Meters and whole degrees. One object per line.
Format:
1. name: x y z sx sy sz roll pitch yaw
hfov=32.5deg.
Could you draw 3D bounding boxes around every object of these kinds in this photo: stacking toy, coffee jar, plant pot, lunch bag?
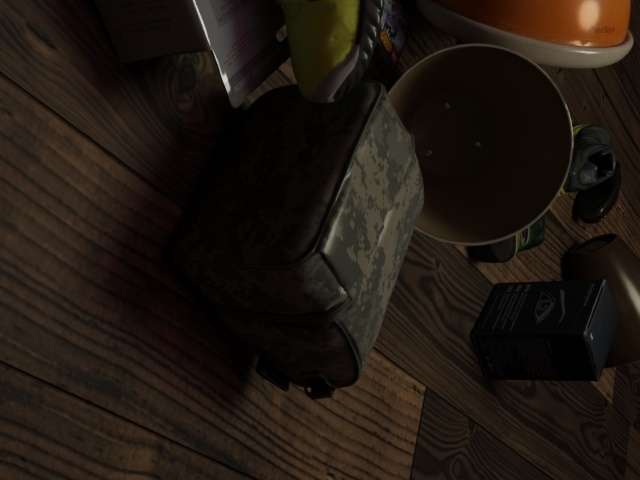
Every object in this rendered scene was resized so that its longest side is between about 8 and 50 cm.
1. stacking toy: 0.354 -0.521 1.618 0.351 0.351 0.479 -30 140 -54
2. coffee jar: 0.329 -0.018 1.932 0.184 0.079 0.096 -18 105 -57
3. plant pot: 0.209 -0.147 1.624 0.191 0.284 0.284 -105 -174 -80
4. lunch bag: 0.000 0.000 1.299 0.256 0.213 0.305 54 46 -40
5. plant pot: 0.604 0.111 2.264 0.215 0.215 0.230 -38 105 -52

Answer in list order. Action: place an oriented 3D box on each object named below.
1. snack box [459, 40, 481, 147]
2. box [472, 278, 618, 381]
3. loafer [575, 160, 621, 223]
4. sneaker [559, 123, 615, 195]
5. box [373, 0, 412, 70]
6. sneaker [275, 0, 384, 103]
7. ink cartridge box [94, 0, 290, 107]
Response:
1. snack box: 0.308 -0.316 1.933 0.187 0.060 0.321 21 71 -55
2. box: 0.390 0.155 1.899 0.153 0.207 0.108 -54 131 -44
3. loafer: 0.614 -0.092 2.375 0.220 0.080 0.078 -50 128 -46
4. sneaker: 0.550 -0.162 2.243 0.300 0.121 0.111 -41 122 -50
5. box: 0.087 -0.332 1.622 0.137 0.027 0.094 55 46 -40
6. sneaker: -0.022 -0.337 1.153 0.147 0.145 0.384 -6 99 -27
7. ink cartridge box: -0.116 -0.326 1.215 0.309 0.130 0.271 -51 131 -46
